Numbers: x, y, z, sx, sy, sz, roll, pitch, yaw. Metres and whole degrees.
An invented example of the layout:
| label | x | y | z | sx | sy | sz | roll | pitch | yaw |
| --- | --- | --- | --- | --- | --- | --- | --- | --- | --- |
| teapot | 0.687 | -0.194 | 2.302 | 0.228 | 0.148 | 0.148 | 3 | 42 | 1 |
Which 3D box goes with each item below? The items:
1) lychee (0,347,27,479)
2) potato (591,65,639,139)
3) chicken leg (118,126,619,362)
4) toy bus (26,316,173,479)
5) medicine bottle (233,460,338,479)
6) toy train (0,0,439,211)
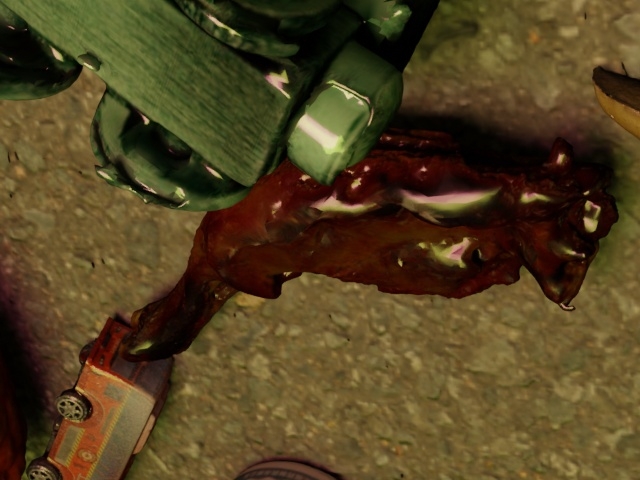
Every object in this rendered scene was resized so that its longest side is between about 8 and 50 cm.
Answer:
| label | x | y | z | sx | sy | sz | roll | pitch | yaw |
| --- | --- | --- | --- | --- | --- | --- | --- | --- | --- |
| lychee | -0.361 | 0.121 | 1.140 | 0.300 | 0.255 | 0.255 | 20 | 131 | -17 |
| potato | 0.195 | -0.065 | 0.879 | 0.093 | 0.037 | 0.036 | 19 | 131 | 13 |
| chicken leg | 0.000 | 0.000 | 0.987 | 0.407 | 0.096 | 0.158 | -18 | 131 | 36 |
| toy bus | -0.172 | 0.147 | 1.181 | 0.077 | 0.065 | 0.192 | 24 | 129 | -4 |
| medicine bottle | -0.056 | 0.278 | 1.095 | 0.139 | 0.237 | 0.139 | 13 | 125 | 20 |
| toy train | -0.078 | -0.150 | 0.827 | 0.299 | 0.238 | 0.167 | 33 | 130 | 6 |
